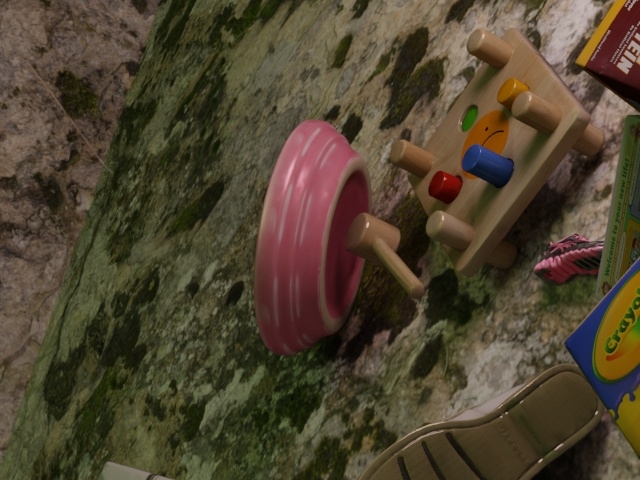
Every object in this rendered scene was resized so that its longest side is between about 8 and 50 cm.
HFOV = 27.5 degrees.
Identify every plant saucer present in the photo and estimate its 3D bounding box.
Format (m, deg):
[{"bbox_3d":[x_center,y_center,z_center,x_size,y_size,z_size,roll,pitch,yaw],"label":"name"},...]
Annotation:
[{"bbox_3d":[0.000,0.000,1.821,0.084,0.332,0.332,8,67,15],"label":"plant saucer"}]

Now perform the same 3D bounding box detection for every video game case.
[{"bbox_3d":[0.357,-0.004,1.343,0.193,0.023,0.212,-136,48,-61],"label":"video game case"}]

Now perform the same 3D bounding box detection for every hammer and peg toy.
[{"bbox_3d":[0.191,-0.071,1.673,0.361,0.127,0.266,-56,28,21],"label":"hammer and peg toy"}]

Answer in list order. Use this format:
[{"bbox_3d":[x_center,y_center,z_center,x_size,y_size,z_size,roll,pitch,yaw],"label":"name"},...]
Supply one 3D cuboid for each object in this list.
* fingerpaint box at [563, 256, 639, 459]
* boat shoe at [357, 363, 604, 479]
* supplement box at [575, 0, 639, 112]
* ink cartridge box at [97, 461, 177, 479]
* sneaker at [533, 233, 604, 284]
[{"bbox_3d":[0.453,0.060,1.037,0.445,0.163,0.371,-52,34,20],"label":"fingerpaint box"},{"bbox_3d":[0.158,0.232,1.355,0.113,0.302,0.103,62,154,15],"label":"boat shoe"},{"bbox_3d":[0.402,-0.164,1.313,0.129,0.191,0.194,-57,29,6],"label":"supplement box"},{"bbox_3d":[-0.100,0.406,1.581,0.395,0.285,0.166,-4,62,58],"label":"ink cartridge box"},{"bbox_3d":[0.297,0.012,1.512,0.119,0.047,0.057,-18,40,52],"label":"sneaker"}]
